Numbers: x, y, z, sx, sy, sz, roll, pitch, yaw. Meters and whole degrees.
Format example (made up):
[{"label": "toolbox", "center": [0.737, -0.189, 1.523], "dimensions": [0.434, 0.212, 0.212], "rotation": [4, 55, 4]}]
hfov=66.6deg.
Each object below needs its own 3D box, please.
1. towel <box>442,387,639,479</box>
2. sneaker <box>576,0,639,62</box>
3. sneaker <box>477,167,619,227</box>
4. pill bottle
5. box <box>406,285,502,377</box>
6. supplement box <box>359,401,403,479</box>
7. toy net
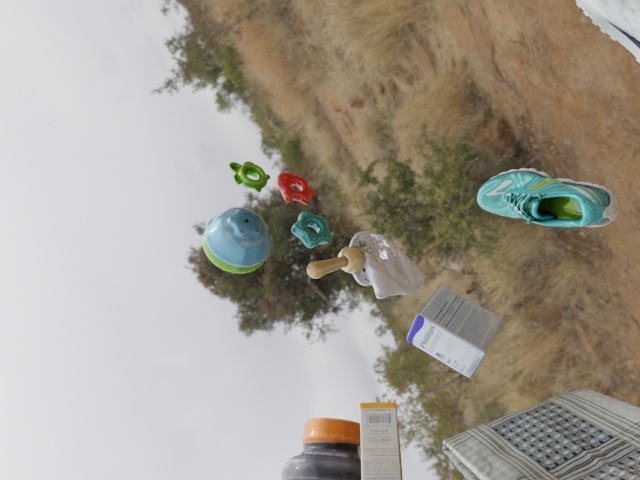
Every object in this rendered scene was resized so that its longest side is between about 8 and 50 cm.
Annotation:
[{"label": "towel", "center": [0.382, 0.319, 0.717], "dimensions": [0.324, 0.313, 0.056], "rotation": [-164, 61, -77]}, {"label": "sneaker", "center": [0.498, -0.360, 0.757], "dimensions": [0.235, 0.090, 0.095], "rotation": [39, 146, 2]}, {"label": "sneaker", "center": [0.418, -0.080, 0.945], "dimensions": [0.275, 0.110, 0.106], "rotation": [15, 115, 53]}, {"label": "pill bottle", "center": [0.009, 0.349, 0.592], "dimensions": [0.130, 0.131, 0.245], "rotation": [57, -146, -52]}, {"label": "box", "center": [0.258, 0.171, 0.935], "dimensions": [0.137, 0.072, 0.126], "rotation": [30, -145, 20]}, {"label": "supplement box", "center": [0.057, 0.207, 0.450], "dimensions": [0.062, 0.036, 0.098], "rotation": [76, -167, -56]}, {"label": "toy net", "center": [0.000, 0.000, 0.518], "dimensions": [0.232, 0.045, 0.122], "rotation": [20, -131, -12]}]
